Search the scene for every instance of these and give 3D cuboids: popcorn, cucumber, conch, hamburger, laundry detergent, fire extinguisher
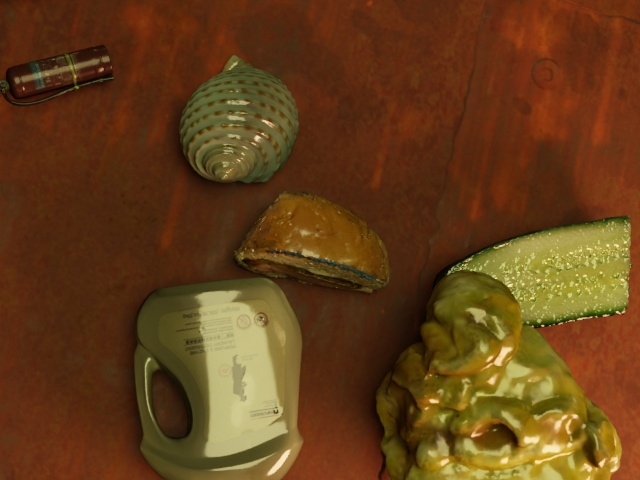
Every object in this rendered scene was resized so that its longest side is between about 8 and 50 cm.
[{"bbox_3d":[0.170,0.193,1.430,0.225,0.174,0.286,-40,102,0],"label":"popcorn"},{"bbox_3d":[0.237,0.041,1.537,0.244,0.063,0.115,-7,92,-16],"label":"cucumber"},{"bbox_3d":[-0.080,-0.128,1.466,0.135,0.102,0.153,30,73,-24],"label":"conch"},{"bbox_3d":[-0.004,-0.007,1.469,0.176,0.087,0.102,11,80,-11],"label":"hamburger"},{"bbox_3d":[-0.102,0.172,1.406,0.181,0.091,0.253,-5,80,-13],"label":"laundry detergent"},{"bbox_3d":[-0.291,-0.176,1.446,0.132,0.039,0.056,-17,77,-17],"label":"fire extinguisher"}]
